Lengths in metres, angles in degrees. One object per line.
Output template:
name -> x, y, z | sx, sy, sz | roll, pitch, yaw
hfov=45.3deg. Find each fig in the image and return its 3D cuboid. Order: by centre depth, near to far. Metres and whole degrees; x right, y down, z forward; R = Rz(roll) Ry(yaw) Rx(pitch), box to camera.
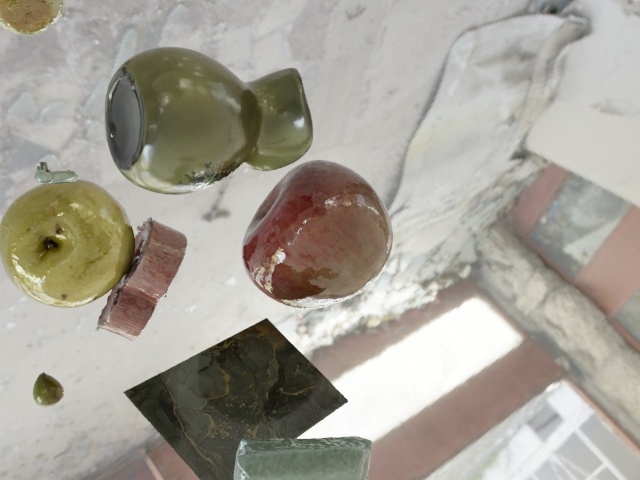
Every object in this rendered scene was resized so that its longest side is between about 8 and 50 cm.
fig -> -0.671, 0.367, 1.884 | 0.074, 0.087, 0.074 | -23, -179, 0

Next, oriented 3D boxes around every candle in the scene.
candle -> -0.429, 0.082, 1.899 | 0.132, 0.287, 0.317 | 25, 115, -21

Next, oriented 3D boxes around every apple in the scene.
apple -> 0.000, 0.000, 1.562 | 0.344, 0.269, 0.344 | -50, -166, 17

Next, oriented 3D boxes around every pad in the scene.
pad -> -0.141, 0.285, 1.407 | 0.368, 0.248, 0.007 | -23, 148, -47

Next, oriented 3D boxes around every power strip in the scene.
power strip -> -0.409, -0.104, 1.182 | 0.055, 0.035, 0.083 | -5, -177, 15

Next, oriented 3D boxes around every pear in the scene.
pear -> -0.578, 0.006, 1.777 | 0.309, 0.309, 0.309 | -33, 154, -18

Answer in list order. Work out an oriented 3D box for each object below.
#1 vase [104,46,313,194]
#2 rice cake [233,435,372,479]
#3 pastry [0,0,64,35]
vase -> -0.216, -0.187, 1.326 | 0.303, 0.240, 0.329 | -7, 167, -37
rice cake -> -0.026, 0.307, 1.050 | 0.207, 0.063, 0.069 | 3, 97, -24
pastry -> -0.565, -0.464, 1.454 | 0.157, 0.092, 0.156 | -19, 155, -10
